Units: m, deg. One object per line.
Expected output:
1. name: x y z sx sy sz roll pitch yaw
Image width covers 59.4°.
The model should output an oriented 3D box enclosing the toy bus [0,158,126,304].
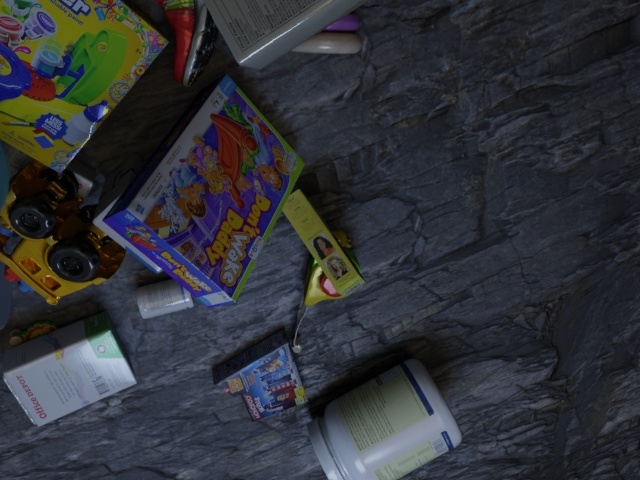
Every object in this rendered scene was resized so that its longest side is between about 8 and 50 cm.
1. toy bus: -0.484 0.000 0.966 0.211 0.149 0.220 -28 120 16

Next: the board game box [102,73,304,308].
1. board game box: -0.181 -0.092 0.983 0.078 0.347 0.233 -16 129 40

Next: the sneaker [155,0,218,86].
1. sneaker: -0.237 -0.408 0.953 0.118 0.107 0.279 9 110 0

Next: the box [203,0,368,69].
1. box: -0.018 -0.406 0.859 0.311 0.121 0.148 -26 96 16

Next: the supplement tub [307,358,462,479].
1. supplement tub: 0.155 0.465 1.386 0.325 0.235 0.235 -28 119 -1

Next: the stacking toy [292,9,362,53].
1. stacking toy: 0.008 -0.493 0.954 0.141 0.141 0.330 -4 111 -14

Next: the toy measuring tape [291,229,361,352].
1. toy measuring tape: 0.018 0.123 1.259 0.121 0.121 0.330 4 120 -18

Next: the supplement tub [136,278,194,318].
1. supplement tub: -0.325 0.119 1.179 0.107 0.071 0.071 -13 117 -10

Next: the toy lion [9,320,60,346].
1. toy lion: -0.592 0.216 1.174 0.096 0.034 0.100 -6 117 -21

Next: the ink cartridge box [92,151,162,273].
1. ink cartridge box: -0.318 -0.055 1.022 0.086 0.203 0.148 -41 118 8

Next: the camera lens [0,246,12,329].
1. camera lens: -0.709 0.076 0.962 0.274 0.219 0.219 -6 116 -13

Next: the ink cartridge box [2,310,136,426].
1. ink cartridge box: -0.515 0.263 1.161 0.212 0.093 0.154 -24 121 -17

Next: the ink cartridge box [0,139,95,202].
1. ink cartridge box: -0.518 -0.111 1.010 0.175 0.072 0.127 33 103 -28

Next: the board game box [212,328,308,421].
1. board game box: -0.148 0.330 1.336 0.194 0.060 0.194 -18 118 -6

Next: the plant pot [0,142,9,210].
1. plant pot: -0.584 -0.090 0.749 0.255 0.271 0.271 -2 119 17

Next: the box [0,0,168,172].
1. box: -0.445 -0.314 0.849 0.279 0.177 0.290 -48 130 9

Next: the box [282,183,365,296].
1. box: 0.000 0.000 1.128 0.058 0.087 0.232 -36 74 3
